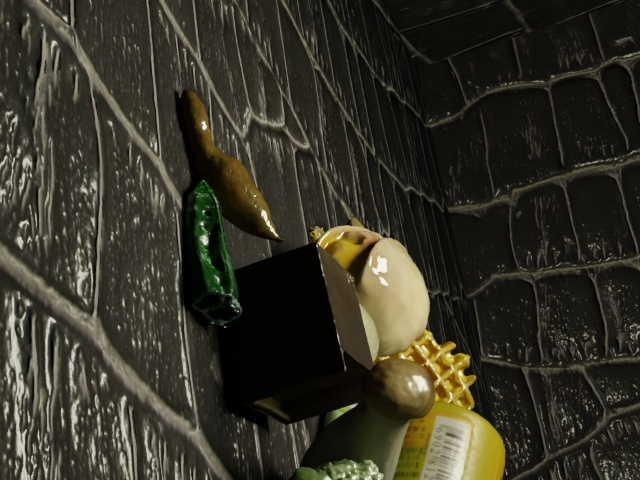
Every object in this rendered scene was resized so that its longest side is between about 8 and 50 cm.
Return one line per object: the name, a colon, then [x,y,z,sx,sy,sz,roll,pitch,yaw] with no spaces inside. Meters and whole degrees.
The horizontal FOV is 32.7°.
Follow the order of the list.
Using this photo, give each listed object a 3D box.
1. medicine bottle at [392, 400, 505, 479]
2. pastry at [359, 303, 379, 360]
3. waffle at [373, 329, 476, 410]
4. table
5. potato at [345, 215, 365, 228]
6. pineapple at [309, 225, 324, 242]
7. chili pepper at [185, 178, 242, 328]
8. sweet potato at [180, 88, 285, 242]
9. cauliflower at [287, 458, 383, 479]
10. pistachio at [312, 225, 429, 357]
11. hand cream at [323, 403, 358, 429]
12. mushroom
medicine bottle: [0.168,0.470,1.779,0.384,0.224,0.224,-69,143,-46]
pastry: [0.014,0.170,1.746,0.088,0.166,0.165,-85,155,-58]
waffle: [0.183,0.298,2.095,0.283,0.065,0.309,17,66,-23]
table: [-0.036,0.139,1.552,0.169,0.172,0.193,44,30,-62]
potato: [0.070,0.070,2.124,0.098,0.138,0.243,29,21,-53]
pineapple: [0.000,0.000,2.138,0.045,0.019,0.083,-84,153,-50]
chili pepper: [-0.153,0.006,1.506,0.088,0.059,0.226,62,14,-53]
sweet potato: [-0.147,-0.098,1.599,0.269,0.075,0.075,59,14,5]
cauliflower: [0.036,0.407,1.351,0.256,0.315,0.239,13,102,-83]
pistachio: [0.079,0.091,1.901,0.309,0.230,0.229,50,28,-57]
hand cream: [0.043,0.340,1.841,0.306,0.093,0.147,-89,159,-71]
mushroom: [0.050,0.297,1.519,0.128,0.128,0.350,-87,-159,-51]
